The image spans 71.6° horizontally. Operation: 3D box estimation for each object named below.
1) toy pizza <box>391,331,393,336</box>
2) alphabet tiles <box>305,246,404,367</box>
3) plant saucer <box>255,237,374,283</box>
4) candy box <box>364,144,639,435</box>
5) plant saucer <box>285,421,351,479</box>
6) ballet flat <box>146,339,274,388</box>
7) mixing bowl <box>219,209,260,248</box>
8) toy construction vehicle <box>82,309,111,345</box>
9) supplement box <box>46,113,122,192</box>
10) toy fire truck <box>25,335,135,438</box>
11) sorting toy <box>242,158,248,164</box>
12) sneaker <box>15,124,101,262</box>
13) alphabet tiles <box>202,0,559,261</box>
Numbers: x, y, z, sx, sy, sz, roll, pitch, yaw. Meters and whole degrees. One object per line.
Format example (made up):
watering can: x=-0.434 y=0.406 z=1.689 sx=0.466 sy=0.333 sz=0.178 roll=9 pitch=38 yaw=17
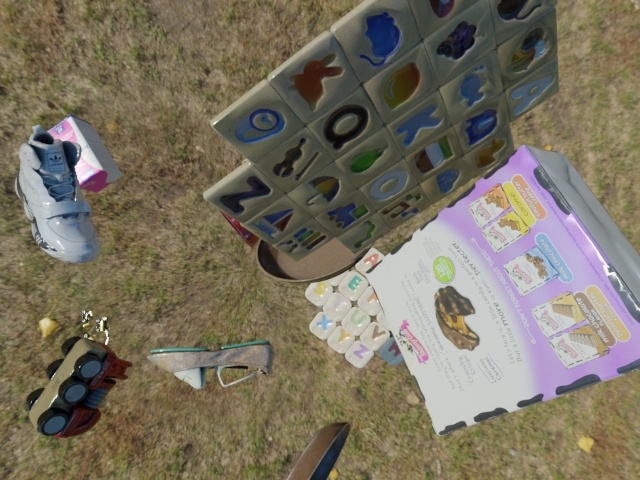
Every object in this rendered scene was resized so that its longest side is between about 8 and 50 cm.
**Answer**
toy pizza: x=0.245 y=0.243 z=1.112 sx=0.201 sy=0.201 sz=0.032 roll=34 pitch=54 yaw=-6
alphabet tiles: x=0.105 y=0.166 z=1.052 sx=0.284 sy=0.021 sz=0.277 roll=38 pitch=112 yaw=6
plant saucer: x=0.000 y=0.000 z=0.672 sx=0.199 sy=0.198 sz=0.036 roll=-31 pitch=127 yaw=-10
candy box: x=0.148 y=0.049 z=0.370 sx=0.070 sy=0.196 sz=0.164 roll=-2 pitch=60 yaw=-40
plant saucer: x=-0.015 y=0.304 z=0.569 sx=0.029 sy=0.168 sz=0.168 roll=27 pitch=82 yaw=21
ballet flat: x=-0.270 y=0.315 z=1.116 sx=0.317 sy=0.107 sz=0.106 roll=-2 pitch=72 yaw=-13
mixing bowl: x=-0.246 y=-0.069 z=1.476 sx=0.098 sy=0.181 sz=0.181 roll=-41 pitch=94 yaw=-10
toy construction vehicle: x=-0.589 y=0.234 z=1.172 sx=0.035 sy=0.086 sz=0.098 roll=-6 pitch=77 yaw=6
supplement box: x=-0.774 y=-0.281 z=1.457 sx=0.111 sy=0.114 sz=0.220 roll=-34 pitch=86 yaw=5
toy fire truck: x=-0.567 y=0.371 z=1.123 sx=0.246 sy=0.159 sz=0.216 roll=41 pitch=76 yaw=-49
sorting toy: x=-0.187 y=-0.361 z=1.734 sx=0.209 sy=0.193 sz=0.038 roll=-15 pitch=117 yaw=26
sneaker: x=-0.664 y=-0.121 z=1.122 sx=0.138 sy=0.210 sz=0.366 roll=-17 pitch=57 yaw=-46
alphabet tiles: x=0.071 y=-0.099 z=0.434 sx=0.343 sy=0.285 sz=0.011 roll=-33 pitch=56 yaw=13
